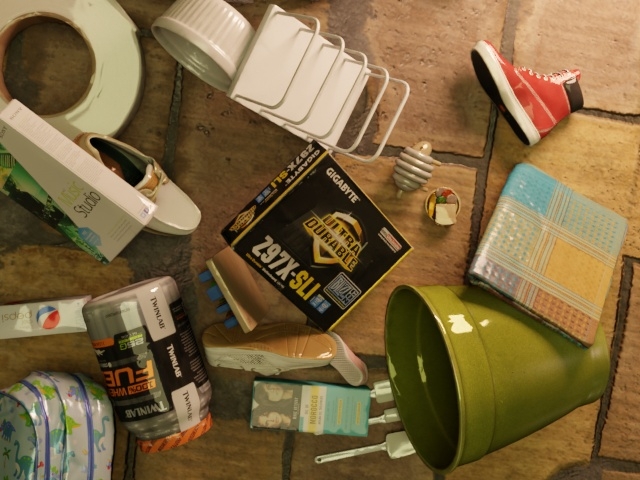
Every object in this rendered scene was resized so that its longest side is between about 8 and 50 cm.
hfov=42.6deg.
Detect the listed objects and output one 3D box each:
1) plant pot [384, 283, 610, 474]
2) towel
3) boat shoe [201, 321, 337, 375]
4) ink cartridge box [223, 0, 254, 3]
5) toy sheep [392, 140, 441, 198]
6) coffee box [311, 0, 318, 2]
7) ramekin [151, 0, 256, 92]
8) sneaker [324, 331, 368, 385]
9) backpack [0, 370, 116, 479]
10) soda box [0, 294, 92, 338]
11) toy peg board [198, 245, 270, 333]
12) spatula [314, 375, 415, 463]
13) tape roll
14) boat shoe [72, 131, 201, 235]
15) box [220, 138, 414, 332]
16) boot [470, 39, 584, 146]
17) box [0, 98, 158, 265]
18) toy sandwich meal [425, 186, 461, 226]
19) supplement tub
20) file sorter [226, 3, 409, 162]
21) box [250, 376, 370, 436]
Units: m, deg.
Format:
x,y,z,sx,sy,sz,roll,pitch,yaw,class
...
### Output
x,y,z,sx,sy,sz,roll,pitch,yaw,class
0.356,0.239,1.615,0.353,0.366,0.366,-9,94,-14,plant pot
0.452,0.017,1.611,0.271,0.040,0.370,31,49,3,towel
-0.104,0.232,1.695,0.277,0.098,0.096,5,127,7,boat shoe
-0.227,-0.623,1.616,0.201,0.117,0.278,2,93,-4,ink cartridge box
0.192,-0.144,1.692,0.091,0.091,0.132,23,97,-5,toy sheep
-0.014,-0.641,1.604,0.119,0.168,0.297,-22,95,-2,coffee box
-0.214,-0.391,1.594,0.207,0.207,0.109,36,82,-5,ramekin
0.053,0.252,1.730,0.051,0.070,0.134,-42,66,8,sneaker
-0.519,0.430,1.590,0.273,0.290,0.355,25,81,-36,backpack
-0.577,0.156,1.666,0.216,0.074,0.069,-4,94,-4,soda box
-0.190,0.107,1.653,0.079,0.160,0.161,-28,95,14,toy peg board
0.093,0.393,1.751,0.242,0.019,0.168,-11,95,-3,spatula
-0.545,-0.345,1.639,0.392,0.072,0.392,0,94,-3,tape roll
-0.354,-0.104,1.604,0.302,0.103,0.113,31,62,-26,boat shoe
0.000,0.000,1.616,0.257,0.079,0.322,-43,127,1,box
0.434,-0.342,1.695,0.176,0.088,0.244,-38,103,-1,boot
-0.491,-0.099,1.565,0.322,0.232,0.058,39,53,-13,box
0.259,-0.071,1.726,0.085,0.029,0.085,0,94,-4,toy sandwich meal
-0.334,0.244,1.627,0.193,0.193,0.316,-19,94,-2,supplement tub
0.007,-0.287,1.563,0.277,0.173,0.193,24,93,-41,file sorter
-0.021,0.346,1.711,0.244,0.060,0.100,4,88,-2,box
